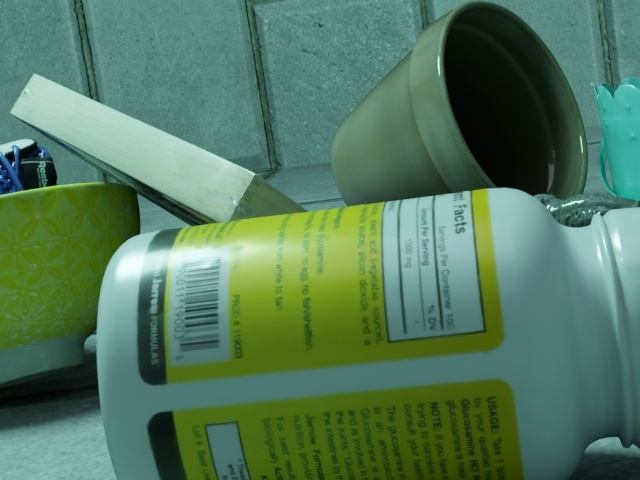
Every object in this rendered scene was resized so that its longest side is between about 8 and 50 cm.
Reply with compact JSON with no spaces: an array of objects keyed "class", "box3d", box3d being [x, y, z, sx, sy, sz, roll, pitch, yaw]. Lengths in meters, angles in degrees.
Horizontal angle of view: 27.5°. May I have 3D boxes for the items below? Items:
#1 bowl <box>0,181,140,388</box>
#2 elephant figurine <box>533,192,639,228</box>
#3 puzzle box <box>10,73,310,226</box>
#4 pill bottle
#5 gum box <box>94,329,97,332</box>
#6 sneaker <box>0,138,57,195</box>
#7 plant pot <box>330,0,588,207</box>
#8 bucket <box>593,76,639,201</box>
[{"class":"bowl","box3d":[-0.300,0.059,1.256,0.289,0.156,0.289,-14,-6,-1]},{"class":"elephant figurine","box3d":[0.307,0.018,1.069,0.239,0.186,0.169,-33,-43,31]},{"class":"puzzle box","box3d":[-0.102,-0.035,1.264,0.272,0.052,0.409,35,-6,-41]},{"class":"pill bottle","box3d":[0.049,0.069,0.795,0.334,0.188,0.188,-7,8,8]},{"class":"gum box","box3d":[-0.319,0.087,1.570,0.184,0.041,0.157,-11,9,-20]},{"class":"sneaker","box3d":[-0.380,-0.055,1.367,0.182,0.127,0.315,-18,-9,11]},{"class":"plant pot","box3d":[0.174,-0.141,1.874,0.280,0.323,0.323,-22,-3,41]},{"class":"bucket","box3d":[0.528,-0.148,1.852,0.281,0.183,0.281,-9,7,1]}]
